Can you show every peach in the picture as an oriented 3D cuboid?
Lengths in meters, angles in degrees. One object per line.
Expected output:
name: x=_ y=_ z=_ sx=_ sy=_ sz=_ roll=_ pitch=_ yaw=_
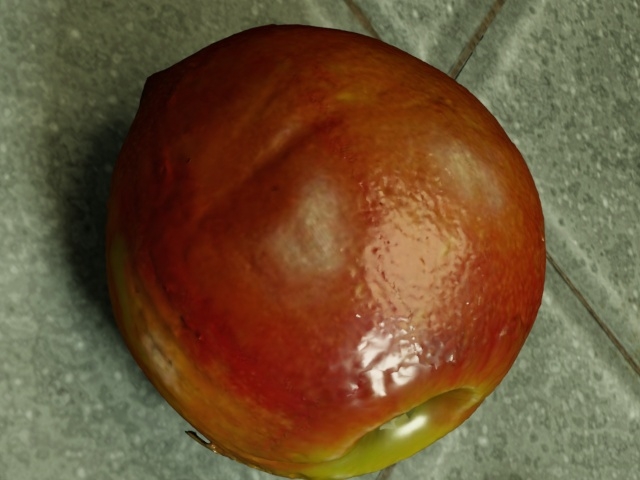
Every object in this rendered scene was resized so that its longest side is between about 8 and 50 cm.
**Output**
peach: x=-0.001 y=-0.001 z=1.315 sx=0.290 sy=0.373 sz=0.372 roll=50 pitch=34 yaw=-66
